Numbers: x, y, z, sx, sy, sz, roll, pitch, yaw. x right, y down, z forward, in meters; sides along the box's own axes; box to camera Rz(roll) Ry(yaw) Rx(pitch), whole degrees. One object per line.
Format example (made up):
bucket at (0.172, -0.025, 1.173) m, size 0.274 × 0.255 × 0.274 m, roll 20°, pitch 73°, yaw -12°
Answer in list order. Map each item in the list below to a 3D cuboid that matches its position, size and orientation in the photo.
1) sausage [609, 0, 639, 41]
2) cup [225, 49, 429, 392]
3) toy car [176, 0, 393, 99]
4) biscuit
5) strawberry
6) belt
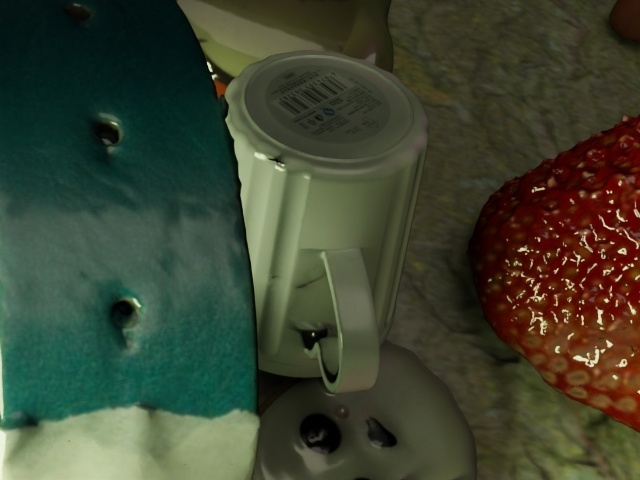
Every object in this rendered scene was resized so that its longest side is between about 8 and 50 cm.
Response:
sausage at (0.384, -0.280, 1.232) m, size 0.062 × 0.154 × 0.062 m, roll 15°, pitch 54°, yaw -22°
cup at (0.009, -0.008, 0.828) m, size 0.167 × 0.202 × 0.221 m, roll -29°, pitch 56°, yaw -35°
toy car at (-0.034, -0.239, 0.979) m, size 0.242 × 0.226 × 0.336 m, roll 21°, pitch 51°, yaw -9°
biscuit at (0.033, 0.166, 0.850) m, size 0.181 × 0.049 × 0.208 m, roll 44°, pitch 51°, yaw 10°
strawberry at (0.303, 0.016, 0.951) m, size 0.351 × 0.267 × 0.312 m, roll -3°, pitch 62°, yaw 4°
belt at (-0.164, 0.021, 0.700) m, size 0.173 × 0.300 × 0.436 m, roll -6°, pitch 61°, yaw -26°
